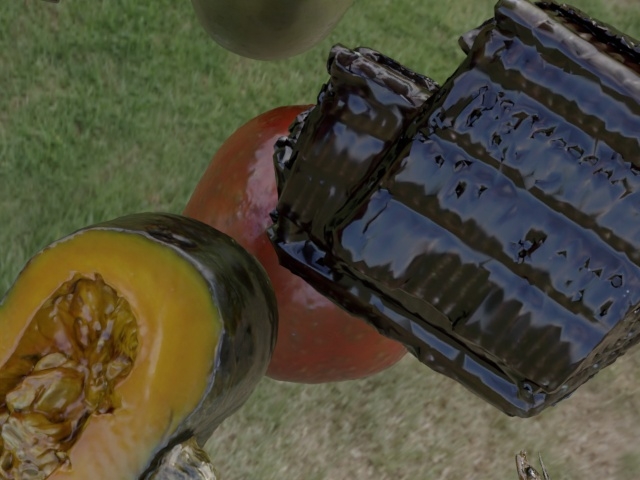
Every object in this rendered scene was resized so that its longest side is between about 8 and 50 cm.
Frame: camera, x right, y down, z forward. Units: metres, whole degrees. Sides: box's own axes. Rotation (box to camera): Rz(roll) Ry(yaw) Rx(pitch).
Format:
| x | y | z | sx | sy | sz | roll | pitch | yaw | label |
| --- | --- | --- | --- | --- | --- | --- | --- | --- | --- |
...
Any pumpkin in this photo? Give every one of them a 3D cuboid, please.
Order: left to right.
| x | y | z | sx | sy | sz | roll | pitch | yaw | label |
| --- | --- | --- | --- | --- | --- | --- | --- | --- | --- |
| -0.151 | 0.133 | 0.852 | 0.222 | 0.139 | 0.317 | 37 | 88 | 18 | pumpkin |

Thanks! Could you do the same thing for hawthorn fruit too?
| x | y | z | sx | sy | sz | roll | pitch | yaw | label |
| --- | --- | --- | --- | --- | --- | --- | --- | --- | --- |
| 0.000 | 0.000 | 1.098 | 0.275 | 0.300 | 0.275 | 10 | 60 | -19 | hawthorn fruit |

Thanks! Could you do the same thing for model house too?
| x | y | z | sx | sy | sz | roll | pitch | yaw | label |
| --- | --- | --- | --- | --- | --- | --- | --- | --- | --- |
| 0.139 | -0.065 | 0.722 | 0.317 | 0.282 | 0.297 | 37 | 73 | 20 | model house |

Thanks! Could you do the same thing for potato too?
| x | y | z | sx | sy | sz | roll | pitch | yaw | label |
| --- | --- | --- | --- | --- | --- | --- | --- | --- | --- |
| -0.040 | -0.333 | 1.170 | 0.221 | 0.326 | 0.243 | 32 | 64 | 8 | potato |

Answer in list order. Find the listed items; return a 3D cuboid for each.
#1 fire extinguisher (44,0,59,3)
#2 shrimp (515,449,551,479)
| x | y | z | sx | sy | sz | roll | pitch | yaw | label |
| --- | --- | --- | --- | --- | --- | --- | --- | --- | --- |
| -0.226 | -0.181 | 0.655 | 0.157 | 0.045 | 0.078 | 9 | 103 | -11 | fire extinguisher |
| 0.182 | 0.273 | 1.033 | 0.045 | 0.095 | 0.162 | 21 | 49 | -35 | shrimp |
